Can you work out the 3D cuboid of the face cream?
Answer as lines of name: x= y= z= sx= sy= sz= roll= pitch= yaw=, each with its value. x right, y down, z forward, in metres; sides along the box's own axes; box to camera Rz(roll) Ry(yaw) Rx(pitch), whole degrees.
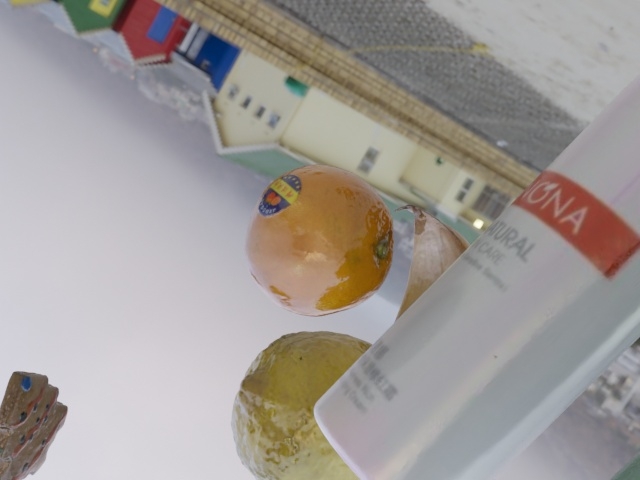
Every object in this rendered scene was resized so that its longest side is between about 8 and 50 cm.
face cream: x=0.149 y=0.003 z=0.493 sx=0.102 sy=0.345 sz=0.102 roll=44 pitch=-179 yaw=-1

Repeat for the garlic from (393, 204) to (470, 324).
garlic: x=0.159 y=0.065 z=1.205 sx=0.128 sy=0.207 sz=0.115 roll=3 pitch=172 yaw=15

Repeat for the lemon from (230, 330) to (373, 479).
lemon: x=0.005 y=0.196 z=1.010 sx=0.231 sy=0.192 sz=0.192 roll=27 pitch=-170 yaw=-37

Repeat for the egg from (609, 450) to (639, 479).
egg: x=0.245 y=0.159 z=0.310 sx=0.276 sy=0.389 sz=0.276 roll=-20 pitch=-90 yaw=-88

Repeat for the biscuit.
biscuit: x=-0.284 y=0.179 z=0.891 sx=0.019 sy=0.130 sz=0.119 roll=14 pitch=-141 yaw=14

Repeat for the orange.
orange: x=0.000 y=0.000 z=0.487 sx=0.083 sy=0.083 sz=0.083 roll=30 pitch=-171 yaw=-5
